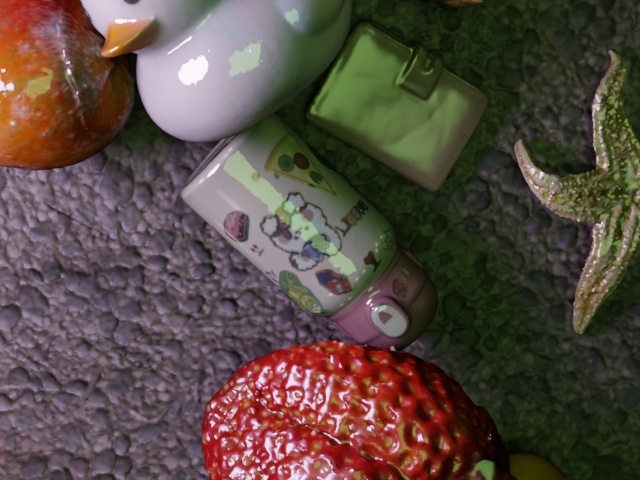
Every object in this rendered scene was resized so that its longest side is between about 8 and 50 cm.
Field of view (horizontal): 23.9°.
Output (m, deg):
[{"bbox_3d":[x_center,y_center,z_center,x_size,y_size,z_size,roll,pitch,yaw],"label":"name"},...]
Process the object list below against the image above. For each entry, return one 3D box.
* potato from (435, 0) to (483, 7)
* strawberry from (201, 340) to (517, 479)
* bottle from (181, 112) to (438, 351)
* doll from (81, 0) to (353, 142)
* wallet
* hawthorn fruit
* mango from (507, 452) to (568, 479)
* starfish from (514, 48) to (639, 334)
[{"bbox_3d":[0.115,-0.356,1.331,0.173,0.140,0.300,-9,93,3],"label":"potato"},{"bbox_3d":[0.026,0.220,1.368,0.288,0.238,0.250,19,72,14],"label":"strawberry"},{"bbox_3d":[0.000,0.000,1.382,0.253,0.120,0.120,42,93,-8],"label":"bottle"},{"bbox_3d":[-0.098,-0.208,1.283,0.221,0.221,0.251,48,52,-10],"label":"doll"},{"bbox_3d":[0.073,-0.127,1.411,0.153,0.039,0.118,31,96,-12],"label":"wallet"},{"bbox_3d":[-0.252,-0.139,1.320,0.173,0.173,0.173,-1,98,-5],"label":"hawthorn fruit"},{"bbox_3d":[0.208,0.289,1.463,0.102,0.085,0.184,-23,110,-4],"label":"mango"},{"bbox_3d":[0.299,-0.041,1.444,0.236,0.062,0.277,4,94,-11],"label":"starfish"}]
